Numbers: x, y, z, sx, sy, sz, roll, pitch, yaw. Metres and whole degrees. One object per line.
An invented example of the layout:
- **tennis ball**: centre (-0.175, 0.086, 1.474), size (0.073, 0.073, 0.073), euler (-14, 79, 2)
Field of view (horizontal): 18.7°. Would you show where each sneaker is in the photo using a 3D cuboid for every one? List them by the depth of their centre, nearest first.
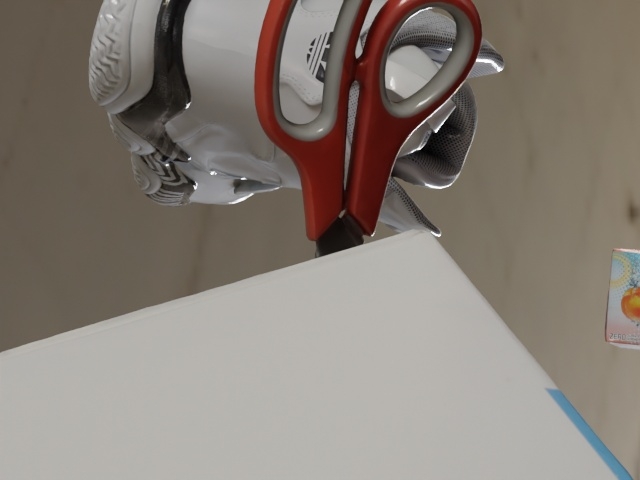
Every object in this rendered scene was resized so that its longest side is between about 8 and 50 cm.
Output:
- **sneaker**: centre (-0.007, -0.071, 1.199), size (0.366, 0.210, 0.137), euler (62, -132, -78)

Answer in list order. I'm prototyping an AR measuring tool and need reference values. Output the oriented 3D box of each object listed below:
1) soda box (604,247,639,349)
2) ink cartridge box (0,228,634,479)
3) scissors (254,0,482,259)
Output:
- **soda box**: centre (0.262, 0.041, 1.136), size (0.063, 0.183, 0.058), euler (20, -105, -71)
- **ink cartridge box**: centre (-0.009, 0.178, 0.677), size (0.198, 0.197, 0.270), euler (53, 151, 43)
- **scissors**: centre (0.000, 0.000, 0.952), size (0.021, 0.109, 0.297), euler (-126, 46, -58)
